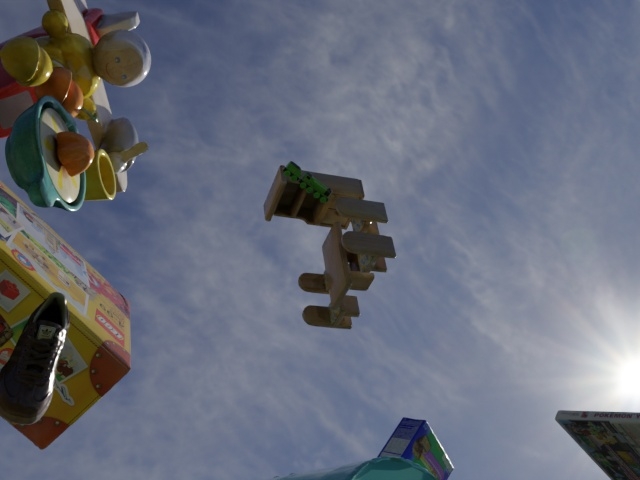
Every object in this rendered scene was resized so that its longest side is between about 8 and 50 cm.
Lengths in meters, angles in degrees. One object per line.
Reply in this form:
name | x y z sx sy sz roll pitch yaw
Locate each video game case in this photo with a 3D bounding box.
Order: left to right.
video game case | 0.502 0.337 1.189 0.201 0.183 0.023 45 -121 -19

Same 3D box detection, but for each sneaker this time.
sneaker | -0.345 0.134 0.904 0.066 0.188 0.071 14 -62 -17

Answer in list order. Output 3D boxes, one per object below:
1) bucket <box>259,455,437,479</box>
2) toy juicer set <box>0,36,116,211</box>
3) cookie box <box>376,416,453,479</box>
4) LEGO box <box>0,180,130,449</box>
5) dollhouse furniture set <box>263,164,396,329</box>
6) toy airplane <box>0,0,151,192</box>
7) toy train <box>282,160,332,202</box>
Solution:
bucket | 0.021 0.339 0.688 0.183 0.281 0.281 -28 -50 34
toy juicer set | -0.313 -0.133 0.857 0.090 0.329 0.209 -10 -82 3
cookie box | 0.111 0.292 0.937 0.107 0.040 0.091 -48 -63 -37
LEGO box | -0.558 0.048 1.235 0.193 0.372 0.500 -43 -71 -2
dollhouse furniture set | 0.000 0.000 1.320 0.161 0.242 0.212 7 -42 -19
toy airplane | -0.382 -0.294 1.199 0.273 0.384 0.386 4 -10 19
toy train | -0.018 -0.084 1.079 0.083 0.017 0.023 35 -71 -20
